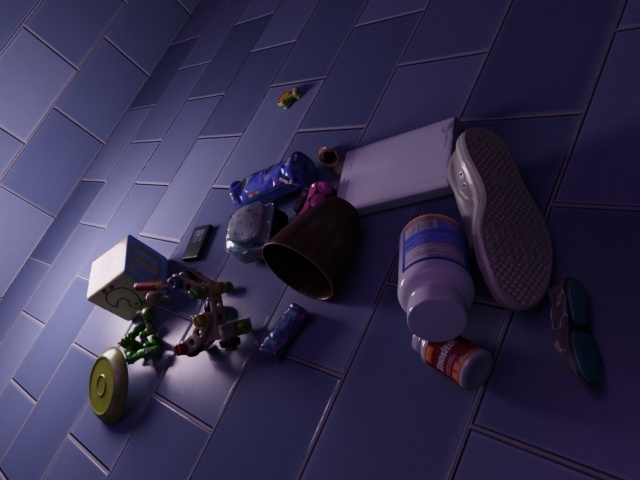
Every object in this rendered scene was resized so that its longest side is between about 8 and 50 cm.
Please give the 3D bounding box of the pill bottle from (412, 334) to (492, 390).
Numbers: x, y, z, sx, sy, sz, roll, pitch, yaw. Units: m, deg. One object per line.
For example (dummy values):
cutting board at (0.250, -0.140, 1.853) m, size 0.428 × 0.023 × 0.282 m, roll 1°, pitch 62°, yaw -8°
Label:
pill bottle at (0.257, 0.226, 1.113) m, size 0.086 × 0.086 × 0.152 m, roll -55°, pitch 39°, yaw -7°

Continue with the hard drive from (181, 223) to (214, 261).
hard drive at (-0.437, 0.009, 1.985) m, size 0.094 × 0.022 × 0.135 m, roll -8°, pitch 54°, yaw 39°

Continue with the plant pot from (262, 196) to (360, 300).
plant pot at (0.000, 0.000, 1.465) m, size 0.215 × 0.215 × 0.230 m, roll 5°, pitch 49°, yaw 45°

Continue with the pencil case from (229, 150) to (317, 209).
pencil case at (-0.157, -0.181, 1.798) m, size 0.306 × 0.119 × 0.133 m, roll -20°, pitch 25°, yaw 32°

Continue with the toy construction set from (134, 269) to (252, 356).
toy construction set at (-0.324, 0.187, 1.541) m, size 0.237 × 0.309 × 0.257 m, roll -6°, pitch 64°, yaw 35°

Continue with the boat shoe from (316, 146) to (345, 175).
boat shoe at (0.028, -0.260, 1.737) m, size 0.063 × 0.059 × 0.170 m, roll -48°, pitch 39°, yaw 2°

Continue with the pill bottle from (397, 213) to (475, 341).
pill bottle at (0.235, 0.075, 1.148) m, size 0.152 × 0.152 × 0.272 m, roll -28°, pitch 27°, yaw 25°

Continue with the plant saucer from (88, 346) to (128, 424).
plant saucer at (-0.681, 0.459, 1.772) m, size 0.241 × 0.037 × 0.240 m, roll -10°, pitch 76°, yaw 44°

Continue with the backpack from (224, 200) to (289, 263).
backpack at (-0.208, -0.021, 1.705) m, size 0.189 × 0.144 × 0.165 m, roll -21°, pitch 52°, yaw 34°

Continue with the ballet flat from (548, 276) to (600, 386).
ballet flat at (0.452, 0.167, 1.007) m, size 0.068 × 0.072 × 0.213 m, roll -46°, pitch 28°, yaw 50°

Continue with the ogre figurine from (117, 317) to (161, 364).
ogre figurine at (-0.587, 0.334, 1.818) m, size 0.118 × 0.096 × 0.197 m, roll -34°, pitch 54°, yaw -9°

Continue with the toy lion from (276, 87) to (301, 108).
toy lion at (-0.124, -0.549, 2.138) m, size 0.100 × 0.034 × 0.096 m, roll -38°, pitch 33°, yaw 14°

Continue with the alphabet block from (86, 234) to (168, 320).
alphabet block at (-0.679, 0.134, 1.983) m, size 0.197 × 0.192 × 0.193 m, roll -35°, pitch 39°, yaw 19°

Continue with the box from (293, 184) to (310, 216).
box at (-0.049, -0.116, 1.689) m, size 0.018 × 0.067 × 0.083 m, roll 23°, pitch 74°, yaw 19°

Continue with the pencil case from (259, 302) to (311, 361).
pencil case at (-0.091, 0.235, 1.448) m, size 0.151 × 0.064 × 0.070 m, roll -54°, pitch 23°, yaw -5°

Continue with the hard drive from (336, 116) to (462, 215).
hard drive at (0.206, -0.191, 1.526) m, size 0.353 × 0.047 × 0.232 m, roll -12°, pitch 52°, yaw 36°

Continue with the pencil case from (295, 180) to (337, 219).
pencil case at (-0.029, -0.069, 1.619) m, size 0.098 × 0.095 × 0.209 m, roll -10°, pitch 49°, yaw 59°

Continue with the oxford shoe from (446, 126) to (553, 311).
oxford shoe at (0.373, -0.044, 1.201) m, size 0.130 × 0.169 × 0.449 m, roll 113°, pitch 156°, yaw -53°
